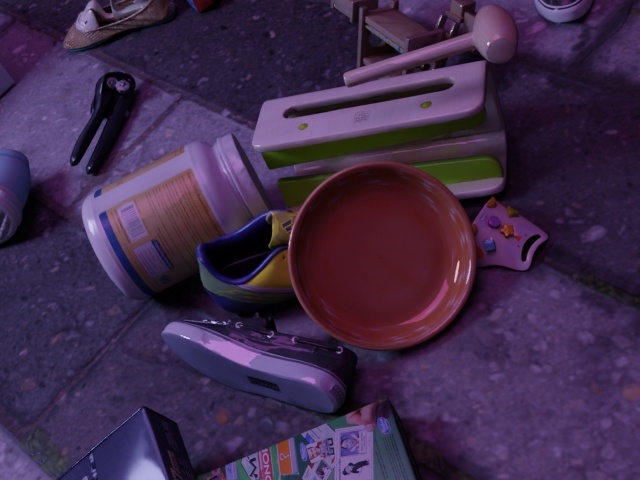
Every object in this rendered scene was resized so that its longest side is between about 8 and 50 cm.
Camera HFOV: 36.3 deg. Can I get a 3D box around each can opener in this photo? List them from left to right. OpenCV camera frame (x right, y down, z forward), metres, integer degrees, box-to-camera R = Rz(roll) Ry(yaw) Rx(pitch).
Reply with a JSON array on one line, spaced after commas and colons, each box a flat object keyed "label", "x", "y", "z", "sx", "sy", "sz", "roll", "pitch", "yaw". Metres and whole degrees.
[{"label": "can opener", "x": -0.317, "y": -0.174, "z": 1.433, "sx": 0.059, "sy": 0.073, "sz": 0.186, "roll": 17, "pitch": 56, "yaw": -11}]

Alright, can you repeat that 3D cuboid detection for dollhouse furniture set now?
[{"label": "dollhouse furniture set", "x": 0.127, "y": -0.272, "z": 1.300, "sx": 0.161, "sy": 0.101, "sz": 0.182, "roll": -19, "pitch": 42, "yaw": -24}]

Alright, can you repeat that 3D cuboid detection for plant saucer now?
[{"label": "plant saucer", "x": 0.065, "y": 0.017, "z": 1.037, "sx": 0.200, "sy": 0.037, "sz": 0.200, "roll": 0, "pitch": 87, "yaw": -4}]

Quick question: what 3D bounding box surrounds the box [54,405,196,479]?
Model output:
[{"label": "box", "x": -0.190, "y": 0.303, "z": 0.936, "sx": 0.183, "sy": 0.059, "sz": 0.232, "roll": -40, "pitch": 45, "yaw": 10}]

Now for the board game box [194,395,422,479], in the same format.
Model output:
[{"label": "board game box", "x": 0.013, "y": 0.315, "z": 0.873, "sx": 0.213, "sy": 0.046, "sz": 0.317, "roll": -24, "pitch": 47, "yaw": 6}]

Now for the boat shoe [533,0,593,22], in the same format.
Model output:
[{"label": "boat shoe", "x": 0.311, "y": -0.377, "z": 1.291, "sx": 0.078, "sy": 0.070, "sz": 0.219, "roll": -11, "pitch": 49, "yaw": 17}]

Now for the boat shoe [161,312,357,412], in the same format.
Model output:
[{"label": "boat shoe", "x": -0.064, "y": 0.116, "z": 1.054, "sx": 0.228, "sy": 0.080, "sz": 0.076, "roll": 12, "pitch": 53, "yaw": 30}]

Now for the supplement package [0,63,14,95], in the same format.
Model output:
[{"label": "supplement package", "x": -0.684, "y": -0.255, "z": 1.561, "sx": 0.199, "sy": 0.198, "sz": 0.262, "roll": 23, "pitch": 65, "yaw": 37}]

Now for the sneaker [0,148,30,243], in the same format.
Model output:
[{"label": "sneaker", "x": -0.580, "y": -0.058, "z": 1.411, "sx": 0.366, "sy": 0.135, "sz": 0.150, "roll": -3, "pitch": 44, "yaw": 11}]

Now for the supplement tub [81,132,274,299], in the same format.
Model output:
[{"label": "supplement tub", "x": -0.167, "y": -0.031, "z": 1.174, "sx": 0.200, "sy": 0.144, "sz": 0.144, "roll": -26, "pitch": 47, "yaw": 3}]

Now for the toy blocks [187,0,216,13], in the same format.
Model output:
[{"label": "toy blocks", "x": -0.155, "y": -0.540, "z": 1.593, "sx": 0.381, "sy": 0.191, "sz": 0.261, "roll": -38, "pitch": 59, "yaw": -7}]

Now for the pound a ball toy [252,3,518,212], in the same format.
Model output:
[{"label": "pound a ball toy", "x": 0.083, "y": -0.156, "z": 1.118, "sx": 0.319, "sy": 0.208, "sz": 0.136, "roll": -9, "pitch": 41, "yaw": 19}]

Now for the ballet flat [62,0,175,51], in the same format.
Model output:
[{"label": "ballet flat", "x": -0.337, "y": -0.369, "z": 1.585, "sx": 0.206, "sy": 0.067, "sz": 0.073, "roll": -18, "pitch": 49, "yaw": 11}]

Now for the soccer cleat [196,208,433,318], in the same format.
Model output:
[{"label": "soccer cleat", "x": 0.000, "y": 0.001, "z": 1.087, "sx": 0.289, "sy": 0.121, "sz": 0.093, "roll": -20, "pitch": 47, "yaw": 8}]

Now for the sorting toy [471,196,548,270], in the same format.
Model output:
[{"label": "sorting toy", "x": 0.203, "y": -0.004, "z": 1.060, "sx": 0.075, "sy": 0.045, "sz": 0.083, "roll": 29, "pitch": 67, "yaw": 18}]
